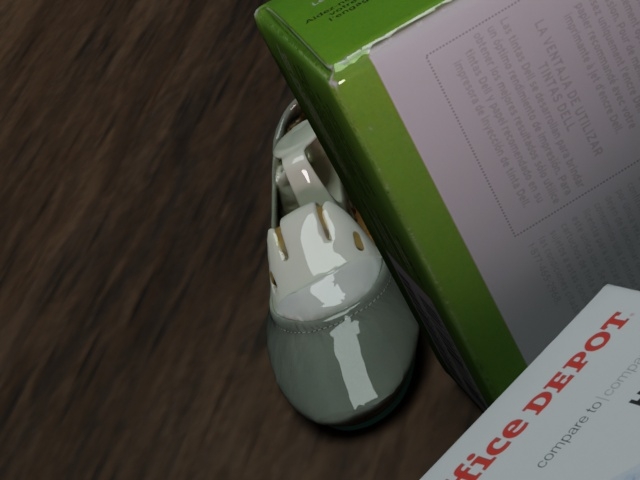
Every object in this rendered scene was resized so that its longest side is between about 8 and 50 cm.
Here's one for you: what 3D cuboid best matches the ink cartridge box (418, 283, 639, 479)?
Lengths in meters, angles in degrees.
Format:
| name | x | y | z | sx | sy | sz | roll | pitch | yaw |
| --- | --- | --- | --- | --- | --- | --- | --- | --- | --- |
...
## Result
| name | x | y | z | sx | sy | sz | roll | pitch | yaw |
| --- | --- | --- | --- | --- | --- | --- | --- | --- | --- |
| ink cartridge box | 0.127 | 0.100 | 0.612 | 0.139 | 0.082 | 0.190 | -44 | 33 | -23 |

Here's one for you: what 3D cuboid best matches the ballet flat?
| name | x | y | z | sx | sy | sz | roll | pitch | yaw |
| --- | --- | --- | --- | --- | --- | --- | --- | --- | --- |
| ballet flat | 0.000 | 0.000 | 0.894 | 0.072 | 0.068 | 0.213 | -23 | 30 | 14 |

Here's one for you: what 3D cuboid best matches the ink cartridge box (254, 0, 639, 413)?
| name | x | y | z | sx | sy | sz | roll | pitch | yaw |
| --- | --- | --- | --- | --- | --- | --- | --- | --- | --- |
| ink cartridge box | 0.136 | -0.063 | 0.748 | 0.255 | 0.189 | 0.097 | -31 | 27 | -5 |
